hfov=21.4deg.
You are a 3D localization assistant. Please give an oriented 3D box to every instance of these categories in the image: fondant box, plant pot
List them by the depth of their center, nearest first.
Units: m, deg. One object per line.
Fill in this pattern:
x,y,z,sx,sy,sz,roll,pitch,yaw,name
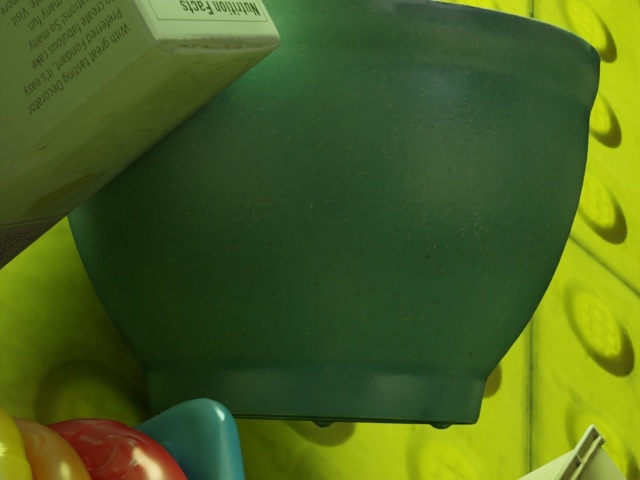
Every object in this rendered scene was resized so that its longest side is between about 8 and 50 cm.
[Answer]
-0.196,-0.164,0.793,0.096,0.238,0.330,-8,67,-56,fondant box
0.000,0.000,0.893,0.293,0.293,0.196,9,80,-48,plant pot

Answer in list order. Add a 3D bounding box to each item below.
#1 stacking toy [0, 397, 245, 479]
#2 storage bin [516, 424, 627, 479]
-0.172,0.102,0.601,0.302,0.175,0.166,37,36,-41,stacking toy
0.146,0.281,0.933,0.262,0.123,0.260,54,33,-2,storage bin
